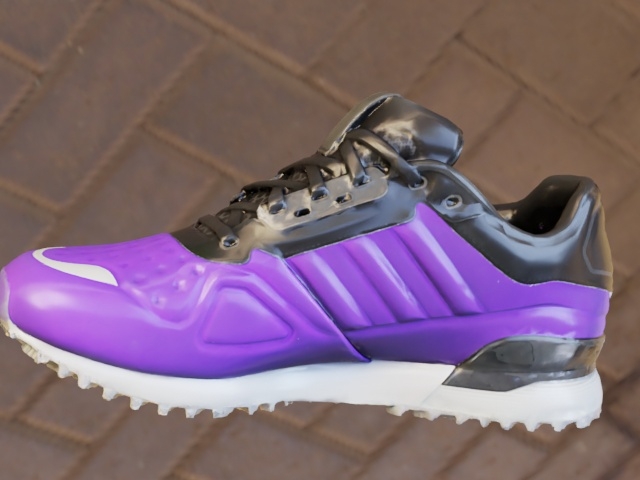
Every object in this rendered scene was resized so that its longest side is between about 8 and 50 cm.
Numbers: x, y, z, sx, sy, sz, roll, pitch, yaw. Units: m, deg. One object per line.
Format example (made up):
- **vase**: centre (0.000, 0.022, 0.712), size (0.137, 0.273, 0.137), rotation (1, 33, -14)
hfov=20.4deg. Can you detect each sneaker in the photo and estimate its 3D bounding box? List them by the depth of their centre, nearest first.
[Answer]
- **sneaker**: centre (0.000, 0.000, 0.816), size (0.293, 0.102, 0.146), rotation (5, 105, -17)
